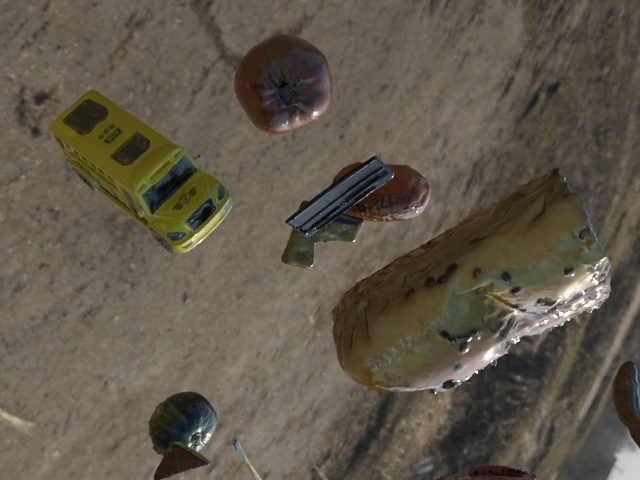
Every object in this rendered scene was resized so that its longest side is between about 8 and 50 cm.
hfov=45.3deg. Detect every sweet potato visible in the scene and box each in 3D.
[{"bbox_3d":[0.581,0.317,1.435,0.053,0.054,0.182,88,-1,-56],"label":"sweet potato"}]

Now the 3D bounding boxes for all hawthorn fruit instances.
[{"bbox_3d":[-0.082,-0.337,1.648,0.262,0.211,0.210,-121,-129,-74],"label":"hawthorn fruit"}]

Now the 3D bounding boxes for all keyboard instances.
[{"bbox_3d":[0.040,-0.093,1.652,0.250,0.017,0.087,-35,134,20],"label":"keyboard"}]

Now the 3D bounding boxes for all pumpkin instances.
[{"bbox_3d":[-0.376,0.504,2.094,0.190,0.146,0.190,-18,113,-52],"label":"pumpkin"}]

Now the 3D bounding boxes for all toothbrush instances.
[{"bbox_3d":[-0.233,0.722,2.472,0.024,0.021,0.288,-84,161,-44],"label":"toothbrush"}]

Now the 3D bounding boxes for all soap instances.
[{"bbox_3d":[0.430,0.638,1.899,0.182,0.289,0.112,-11,86,-27],"label":"soap"}]

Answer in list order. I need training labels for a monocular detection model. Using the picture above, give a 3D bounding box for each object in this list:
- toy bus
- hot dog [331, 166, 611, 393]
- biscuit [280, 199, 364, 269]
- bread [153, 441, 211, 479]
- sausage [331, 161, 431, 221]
[{"bbox_3d":[-0.309,-0.124,1.320,0.144,0.330,0.152,-47,152,-18],"label":"toy bus"},{"bbox_3d":[0.194,0.081,1.015,0.365,0.196,0.367,-27,166,16],"label":"hot dog"},{"bbox_3d":[0.000,0.000,1.956,0.039,0.174,0.183,-114,-133,-68],"label":"biscuit"},{"bbox_3d":[-0.259,0.402,1.416,0.043,0.109,0.062,52,22,-75],"label":"bread"},{"bbox_3d":[0.158,-0.126,2.019,0.141,0.268,0.153,60,36,-61],"label":"sausage"}]
